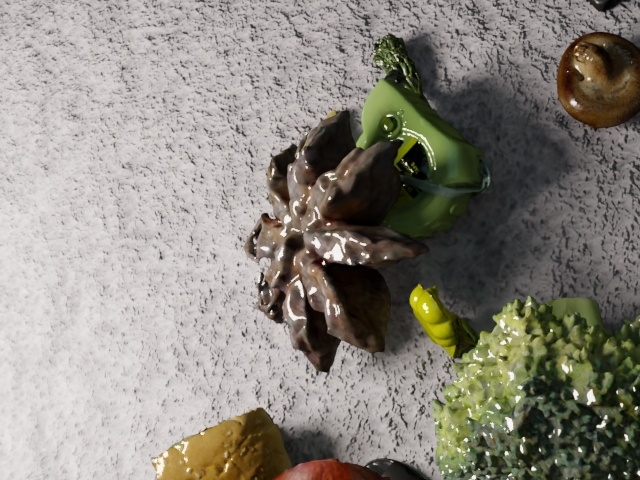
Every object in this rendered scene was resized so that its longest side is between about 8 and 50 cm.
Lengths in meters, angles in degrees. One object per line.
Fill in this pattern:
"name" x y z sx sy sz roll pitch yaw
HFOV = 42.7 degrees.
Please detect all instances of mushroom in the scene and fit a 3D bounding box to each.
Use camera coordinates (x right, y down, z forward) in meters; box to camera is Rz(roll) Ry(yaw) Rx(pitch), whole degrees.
"mushroom" 0.349 -0.200 1.019 0.109 0.085 0.126 20 75 -11

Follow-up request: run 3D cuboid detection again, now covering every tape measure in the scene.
"tape measure" 0.119 -0.091 1.050 0.200 0.106 0.175 44 110 24

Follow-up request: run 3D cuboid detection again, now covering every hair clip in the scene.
"hair clip" 0.140 0.094 0.945 0.046 0.173 0.072 -40 66 4

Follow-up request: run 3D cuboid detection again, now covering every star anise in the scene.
"star anise" 0.001 0.001 1.002 0.331 0.117 0.332 0 90 56

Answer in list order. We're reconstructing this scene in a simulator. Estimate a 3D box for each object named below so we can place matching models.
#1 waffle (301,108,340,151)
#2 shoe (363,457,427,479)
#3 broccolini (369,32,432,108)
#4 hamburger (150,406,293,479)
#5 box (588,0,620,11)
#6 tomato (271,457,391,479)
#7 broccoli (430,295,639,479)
"waffle" 0.049 -0.085 1.124 0.191 0.032 0.125 41 86 24
"shoe" 0.109 0.308 0.954 0.159 0.053 0.062 30 88 23
"broccolini" 0.140 -0.189 1.116 0.239 0.054 0.051 61 138 24
"hamburger" -0.099 0.320 0.982 0.155 0.135 0.208 -27 68 12
"box" 0.393 -0.380 1.096 0.126 0.027 0.125 -33 62 9
"tomato" 0.011 0.357 0.897 0.225 0.085 0.225 -1 103 -6
"broccoli" 0.259 0.174 0.841 0.288 0.235 0.260 2 74 7
